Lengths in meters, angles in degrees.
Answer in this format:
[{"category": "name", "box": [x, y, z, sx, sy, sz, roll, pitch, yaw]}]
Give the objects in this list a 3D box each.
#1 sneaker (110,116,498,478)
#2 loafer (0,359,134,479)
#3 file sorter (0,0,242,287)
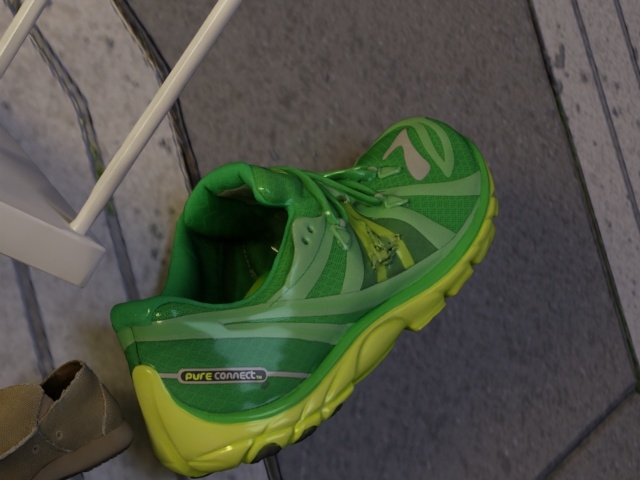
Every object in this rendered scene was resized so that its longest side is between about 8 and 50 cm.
[{"category": "sneaker", "box": [0.000, 0.000, 0.846, 0.295, 0.109, 0.123, -46, 114, -47]}, {"category": "loafer", "box": [-0.141, 0.091, 0.696, 0.148, 0.056, 0.050, -24, 93, -60]}, {"category": "file sorter", "box": [-0.183, -0.142, 0.582, 0.278, 0.193, 0.173, 27, 99, -39]}]
